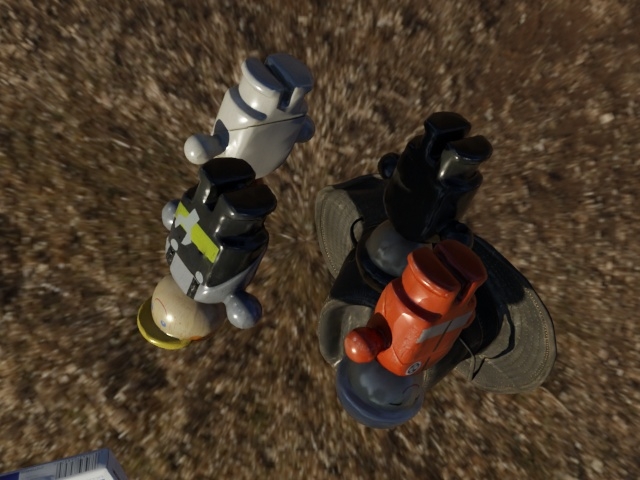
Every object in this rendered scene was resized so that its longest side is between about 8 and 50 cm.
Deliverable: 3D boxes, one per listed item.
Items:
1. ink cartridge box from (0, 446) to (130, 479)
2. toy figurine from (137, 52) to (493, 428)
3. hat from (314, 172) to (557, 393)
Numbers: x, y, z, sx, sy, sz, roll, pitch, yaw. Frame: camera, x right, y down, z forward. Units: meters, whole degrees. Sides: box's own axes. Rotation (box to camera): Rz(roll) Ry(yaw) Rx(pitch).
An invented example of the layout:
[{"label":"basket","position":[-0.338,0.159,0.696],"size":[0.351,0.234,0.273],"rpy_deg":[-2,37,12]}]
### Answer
[{"label":"ink cartridge box","position":[-0.349,0.391,1.705],"size":[0.223,0.045,0.224],"rpy_deg":[-16,129,9]},{"label":"toy figurine","position":[0.000,0.000,0.819],"size":[0.210,0.213,0.148],"rpy_deg":[18,130,-8]},{"label":"hat","position":[0.077,0.086,1.279],"size":[0.331,0.331,0.134],"rpy_deg":[43,67,-1]}]
